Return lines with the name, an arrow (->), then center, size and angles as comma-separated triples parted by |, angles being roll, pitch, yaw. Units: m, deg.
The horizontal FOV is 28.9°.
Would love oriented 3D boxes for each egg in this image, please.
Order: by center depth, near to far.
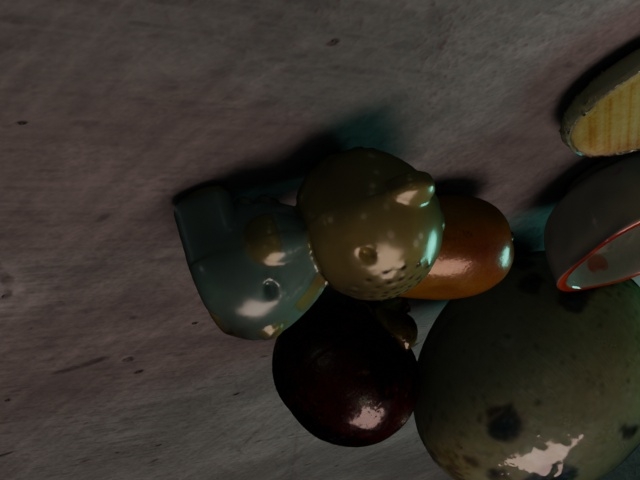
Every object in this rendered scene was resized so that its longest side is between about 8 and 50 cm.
egg -> 0.319, 0.199, 1.817 | 0.428, 0.345, 0.345 | -37, 175, -42

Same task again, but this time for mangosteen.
mangosteen -> 0.048, 0.176, 1.714 | 0.216, 0.216, 0.216 | -19, 160, -7

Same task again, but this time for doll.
doll -> 0.000, 0.000, 1.280 | 0.261, 0.161, 0.177 | -20, 159, 3

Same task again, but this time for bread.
bread -> 0.393, -0.174, 1.401 | 0.267, 0.040, 0.267 | -18, 160, -7

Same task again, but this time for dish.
dish -> 0.409, -0.039, 1.652 | 0.256, 0.117, 0.256 | -20, 159, -8

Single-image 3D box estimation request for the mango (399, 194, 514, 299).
mango -> 0.133, 0.010, 1.501 | 0.221, 0.120, 0.151 | 0, 154, -29
